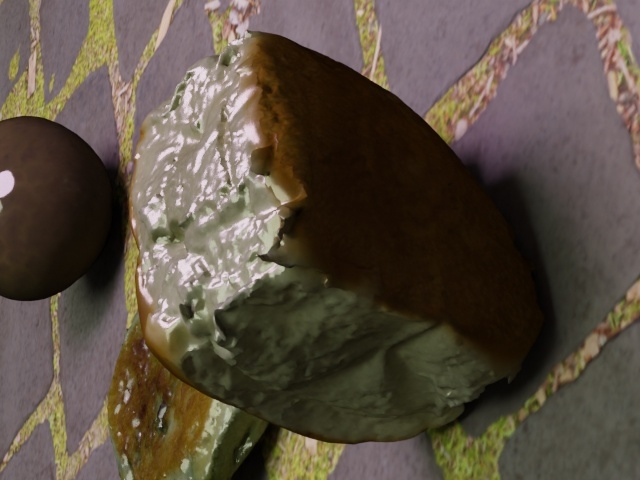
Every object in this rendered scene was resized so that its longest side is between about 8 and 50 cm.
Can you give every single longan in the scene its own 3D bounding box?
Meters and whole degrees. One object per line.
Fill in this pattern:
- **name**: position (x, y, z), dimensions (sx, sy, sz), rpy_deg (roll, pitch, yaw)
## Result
- **longan**: position (-0.325, -0.039, 1.894), dimensions (0.198, 0.198, 0.212), rpy_deg (-61, 42, 32)

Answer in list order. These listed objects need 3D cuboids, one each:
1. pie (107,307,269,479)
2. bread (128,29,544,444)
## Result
- **pie**: position (-0.121, 0.129, 1.565), dimensions (0.302, 0.067, 0.302), rpy_deg (-34, 50, 55)
- **bread**: position (0.000, 0.000, 1.201), dimensions (0.225, 0.250, 0.279), rpy_deg (-46, 36, 36)
